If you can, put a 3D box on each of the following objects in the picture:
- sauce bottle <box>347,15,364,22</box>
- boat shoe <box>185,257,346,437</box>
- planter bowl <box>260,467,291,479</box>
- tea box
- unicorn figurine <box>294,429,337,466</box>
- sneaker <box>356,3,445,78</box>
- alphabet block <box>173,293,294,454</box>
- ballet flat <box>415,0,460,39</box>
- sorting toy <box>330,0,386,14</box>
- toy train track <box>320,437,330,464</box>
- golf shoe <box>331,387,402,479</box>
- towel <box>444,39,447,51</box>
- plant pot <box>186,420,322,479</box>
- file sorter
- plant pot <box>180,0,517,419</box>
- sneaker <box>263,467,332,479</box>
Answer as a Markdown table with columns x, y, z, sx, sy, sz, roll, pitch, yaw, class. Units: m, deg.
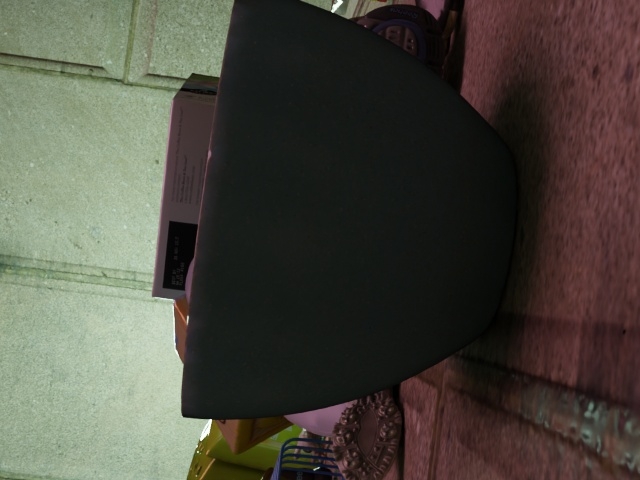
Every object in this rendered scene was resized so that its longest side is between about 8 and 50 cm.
| x | y | z | sx | sy | sz | roll | pitch | yaw | class |
| --- | --- | --- | --- | --- | --- | --- | --- | --- | --- |
| 0.048 | -0.242 | 1.440 | 0.344 | 0.111 | 0.111 | -125 | 42 | -84 | sauce bottle |
| -0.019 | 0.126 | 1.299 | 0.367 | 0.156 | 0.136 | 33 | 105 | 45 | boat shoe |
| -0.031 | 0.411 | 1.361 | 0.217 | 0.090 | 0.217 | 1 | -90 | -81 | planter bowl |
| -0.147 | -0.091 | 1.748 | 0.323 | 0.220 | 0.329 | -98 | 16 | -72 | tea box |
| -0.007 | 0.296 | 1.589 | 0.111 | 0.060 | 0.162 | 101 | 175 | -51 | unicorn figurine |
| 0.073 | -0.061 | 0.960 | 0.129 | 0.111 | 0.297 | 44 | -125 | -73 | sneaker |
| -0.085 | 0.161 | 1.498 | 0.197 | 0.193 | 0.192 | 57 | 161 | 21 | alphabet block |
| 0.122 | -0.272 | 0.983 | 0.057 | 0.049 | 0.173 | -7 | 76 | 50 | ballet flat |
| 0.085 | -0.497 | 1.550 | 0.257 | 0.089 | 0.255 | 121 | 157 | -82 | sorting toy |
| 0.005 | 0.335 | 1.685 | 0.083 | 0.014 | 0.048 | 105 | 171 | -61 | toy train track |
| 0.052 | 0.188 | 1.025 | 0.176 | 0.069 | 0.086 | -83 | -18 | -55 | golf shoe |
| 0.124 | -0.294 | 1.066 | 0.102 | 0.021 | 0.237 | 114 | 163 | -80 | towel |
| -0.109 | 0.390 | 1.800 | 0.227 | 0.228 | 0.207 | -87 | 11 | -65 | plant pot |
| -0.007 | 0.308 | 1.223 | 0.170 | 0.104 | 0.118 | 104 | 173 | -64 | file sorter |
| 0.022 | -0.014 | 0.709 | 0.290 | 0.195 | 0.290 | -173 | 90 | -86 | plant pot |
| -0.046 | 0.451 | 1.549 | 0.101 | 0.106 | 0.267 | -97 | 13 | -71 | sneaker |
